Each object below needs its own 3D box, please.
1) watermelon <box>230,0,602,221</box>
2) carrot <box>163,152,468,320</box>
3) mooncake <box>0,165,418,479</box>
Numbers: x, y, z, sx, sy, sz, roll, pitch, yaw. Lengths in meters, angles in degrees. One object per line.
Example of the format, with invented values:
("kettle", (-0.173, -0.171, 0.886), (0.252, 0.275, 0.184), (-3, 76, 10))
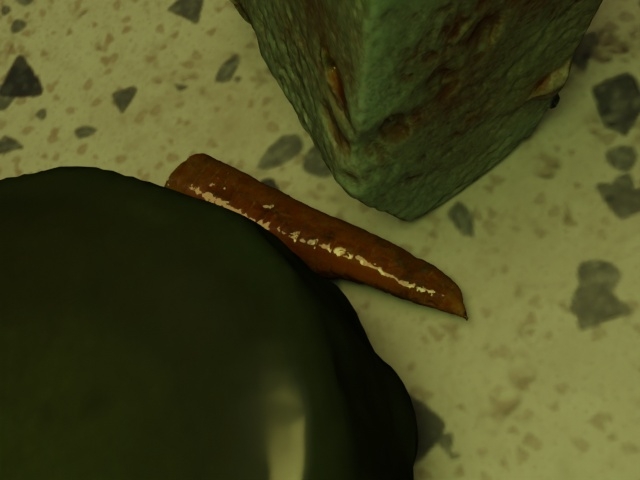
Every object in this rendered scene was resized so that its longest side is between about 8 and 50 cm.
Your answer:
("watermelon", (0.056, -0.134, 0.556), (0.228, 0.387, 0.258), (-13, 108, -11))
("carrot", (0.000, 0.000, 0.605), (0.224, 0.057, 0.057), (21, 78, 20))
("mooncake", (-0.125, 0.141, 0.514), (0.357, 0.194, 0.356), (-8, 65, 18))
